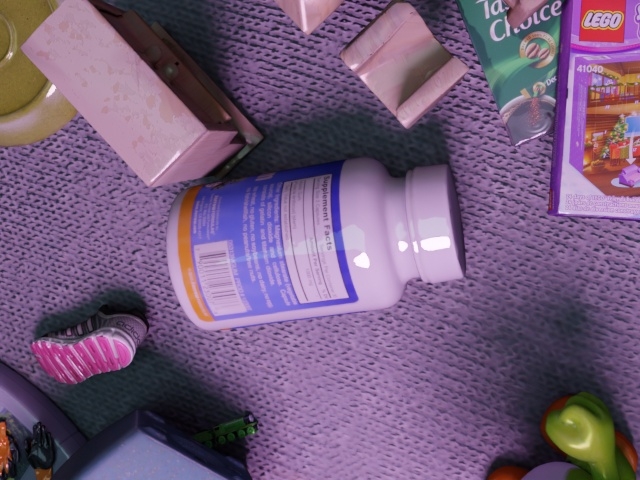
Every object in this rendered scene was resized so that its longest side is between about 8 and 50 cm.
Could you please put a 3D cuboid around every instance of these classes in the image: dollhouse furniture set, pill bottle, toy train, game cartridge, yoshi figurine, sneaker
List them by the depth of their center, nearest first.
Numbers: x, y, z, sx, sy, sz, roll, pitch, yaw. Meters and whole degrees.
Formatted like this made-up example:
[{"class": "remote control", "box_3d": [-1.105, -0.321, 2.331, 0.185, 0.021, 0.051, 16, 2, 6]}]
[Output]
[{"class": "yoshi figurine", "box_3d": [0.180, 0.245, 0.761, 0.203, 0.362, 0.203, -12, 95, 15]}, {"class": "dollhouse furniture set", "box_3d": [-0.033, -0.242, 0.810, 0.394, 0.256, 0.362, -43, 91, 9]}, {"class": "pill bottle", "box_3d": [0.000, 0.000, 0.879, 0.272, 0.152, 0.152, -9, 96, 14]}, {"class": "toy train", "box_3d": [-0.108, 0.217, 1.006, 0.083, 0.017, 0.023, -22, 82, 15]}, {"class": "sneaker", "box_3d": [-0.256, 0.113, 1.007, 0.170, 0.075, 0.063, -15, 113, 37]}, {"class": "game cartridge", "box_3d": [-0.407, 0.247, 1.065, 0.294, 0.060, 0.196, 35, 100, 7]}]

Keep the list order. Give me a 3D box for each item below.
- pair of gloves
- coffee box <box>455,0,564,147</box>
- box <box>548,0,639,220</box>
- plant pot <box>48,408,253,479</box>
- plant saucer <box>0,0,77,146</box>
[{"class": "pair of gloves", "box_3d": [-0.343, 0.242, 1.016, 0.083, 0.010, 0.074, 0, 97, 13]}, {"class": "coffee box", "box_3d": [0.204, -0.194, 0.859, 0.113, 0.040, 0.184, -20, 92, 16]}, {"class": "box", "box_3d": [0.359, -0.112, 0.790, 0.294, 0.057, 0.200, 4, 90, 4]}, {"class": "plant pot", "box_3d": [-0.190, 0.321, 0.909, 0.248, 0.247, 0.252, 31, 83, -8]}, {"class": "plant saucer", "box_3d": [-0.364, -0.224, 0.995, 0.241, 0.037, 0.240, 2, 98, 13]}]
